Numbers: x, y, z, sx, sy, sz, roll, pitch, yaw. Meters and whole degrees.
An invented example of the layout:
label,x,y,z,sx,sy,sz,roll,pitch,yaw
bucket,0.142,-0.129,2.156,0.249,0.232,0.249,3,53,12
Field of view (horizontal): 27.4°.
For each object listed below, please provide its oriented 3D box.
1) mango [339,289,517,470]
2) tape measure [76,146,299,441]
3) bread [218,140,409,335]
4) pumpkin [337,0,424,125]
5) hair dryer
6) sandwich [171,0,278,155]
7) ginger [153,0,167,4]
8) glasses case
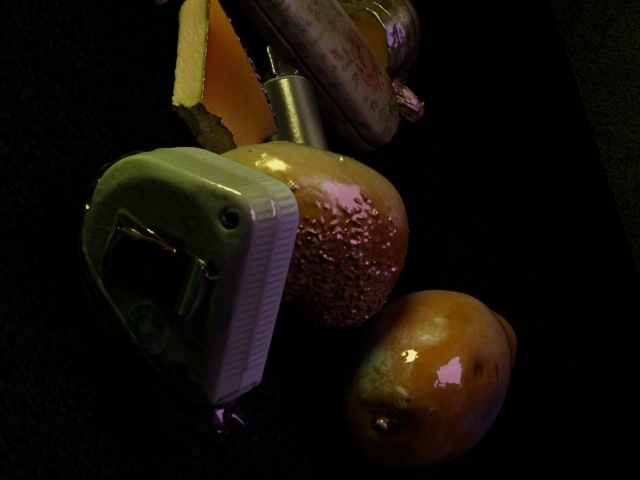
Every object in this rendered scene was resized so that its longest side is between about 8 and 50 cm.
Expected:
label,x,y,z,sx,sy,sz,roll,pitch,yaw
mango,0.144,0.165,1.643,0.199,0.221,0.384,29,22,20
tape measure,-0.139,0.037,1.212,0.115,0.207,0.235,-19,126,-59
bread,0.005,0.000,1.519,0.314,0.192,0.171,41,34,-46
pumpkin,0.099,-0.283,2.028,0.248,0.126,0.131,67,26,-5
hair dryer,-0.008,-0.134,1.775,0.248,0.078,0.195,38,37,-65
sandwich,-0.130,-0.186,1.550,0.193,0.058,0.162,65,25,-14
ginger,-0.194,-0.379,1.568,0.118,0.065,0.298,55,30,-31
glasses case,-0.020,-0.295,1.821,0.425,0.098,0.156,49,30,-35
